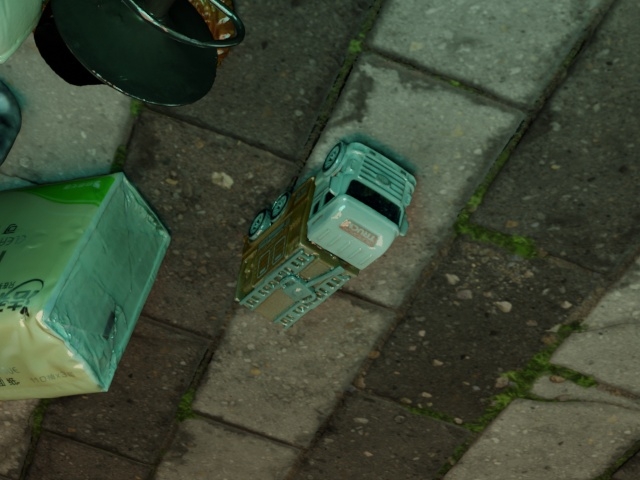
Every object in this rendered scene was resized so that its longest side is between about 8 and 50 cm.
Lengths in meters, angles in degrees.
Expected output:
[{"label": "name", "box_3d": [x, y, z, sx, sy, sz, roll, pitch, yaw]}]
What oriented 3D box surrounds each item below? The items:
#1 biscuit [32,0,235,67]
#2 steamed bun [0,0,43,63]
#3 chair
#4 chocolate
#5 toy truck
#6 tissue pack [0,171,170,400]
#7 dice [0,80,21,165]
[{"label": "biscuit", "box_3d": [-0.257, -0.303, 1.703, 0.305, 0.038, 0.305, 8, 140, 7]}, {"label": "steamed bun", "box_3d": [-0.486, -0.322, 1.650, 0.242, 0.146, 0.164, 5, 135, 25]}, {"label": "chair", "box_3d": [-0.112, -0.355, 1.429, 0.226, 0.226, 0.401, 29, 131, -18]}, {"label": "chocolate", "box_3d": [-0.289, -0.258, 1.677, 0.149, 0.080, 0.125, 16, 151, -12]}, {"label": "toy truck", "box_3d": [0.000, 0.000, 1.888, 0.136, 0.162, 0.305, 30, 137, -19]}, {"label": "tissue pack", "box_3d": [-0.480, 0.076, 1.988, 0.405, 0.332, 0.205, -9, 131, 25]}, {"label": "dice", "box_3d": [-0.549, -0.151, 1.857, 0.181, 0.183, 0.182, 37, 133, -23]}]
